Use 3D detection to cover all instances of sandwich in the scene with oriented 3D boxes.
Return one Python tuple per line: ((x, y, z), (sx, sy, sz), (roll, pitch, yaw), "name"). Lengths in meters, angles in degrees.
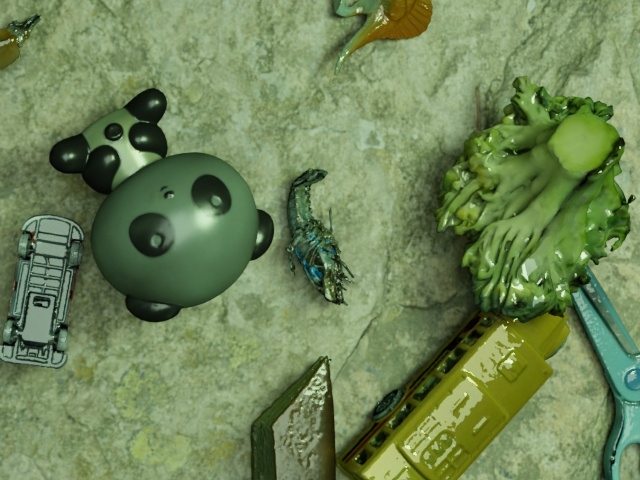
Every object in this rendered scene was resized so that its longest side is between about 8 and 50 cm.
((-0.028, 0.267, 1.465), (0.096, 0.094, 0.257), (-1, 87, -16), "sandwich")

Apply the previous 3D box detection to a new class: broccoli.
((0.262, -0.064, 1.450), (0.248, 0.245, 0.288), (-11, 62, -10), "broccoli")

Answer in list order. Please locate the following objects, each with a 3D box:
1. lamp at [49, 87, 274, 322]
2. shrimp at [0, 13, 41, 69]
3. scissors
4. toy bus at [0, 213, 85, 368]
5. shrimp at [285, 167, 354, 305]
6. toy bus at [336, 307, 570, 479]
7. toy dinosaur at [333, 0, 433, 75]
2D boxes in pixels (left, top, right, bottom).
((-0.184, -0.038, 1.401), (0.198, 0.198, 0.243), (-35, 87, -11), "lamp")
((-0.489, -0.256, 1.393), (0.287, 0.068, 0.185), (30, 85, -12), "shrimp")
((0.402, 0.189, 1.588), (0.180, 0.032, 0.392), (-30, 96, -11), "scissors")
((-0.321, 0.058, 1.415), (0.079, 0.077, 0.174), (9, 86, -12), "toy bus")
((-0.004, 0.000, 1.502), (0.082, 0.076, 0.174), (-8, 85, -53), "shrimp")
((0.175, 0.190, 1.494), (0.121, 0.123, 0.335), (45, 81, -8), "toy bus")
((0.091, -0.295, 1.534), (0.142, 0.057, 0.212), (15, 97, -30), "toy dinosaur")
